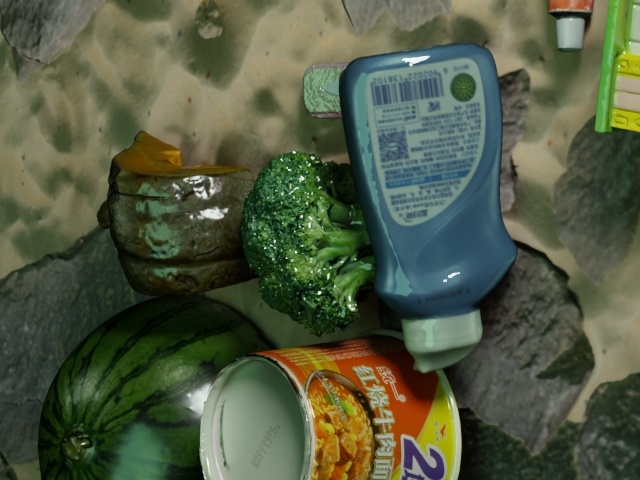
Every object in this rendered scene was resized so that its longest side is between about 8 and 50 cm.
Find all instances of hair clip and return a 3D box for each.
[{"bbox_3d":[0.038,-0.144,1.812,0.137,0.022,0.054,0,96,41],"label":"hair clip"}]

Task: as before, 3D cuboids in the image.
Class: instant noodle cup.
[{"bbox_3d":[-0.001,0.186,1.778,0.213,0.174,0.213,-4,85,48],"label":"instant noodle cup"}]

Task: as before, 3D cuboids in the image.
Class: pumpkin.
[{"bbox_3d":[-0.167,-0.027,1.914,0.248,0.126,0.131,14,119,57],"label":"pumpkin"}]

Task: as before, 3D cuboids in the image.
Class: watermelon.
[{"bbox_3d":[-0.178,0.233,1.964,0.331,0.189,0.331,14,110,43],"label":"watermelon"}]

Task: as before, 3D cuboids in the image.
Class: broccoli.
[{"bbox_3d":[0.000,0.000,1.783,0.156,0.195,0.195,-8,92,22],"label":"broccoli"}]

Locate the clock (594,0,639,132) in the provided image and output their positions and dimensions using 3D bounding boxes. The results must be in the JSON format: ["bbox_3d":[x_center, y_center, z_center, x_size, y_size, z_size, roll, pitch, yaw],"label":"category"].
[{"bbox_3d":[0.357,-0.176,1.474,0.255,0.106,0.220,14,106,38],"label":"clock"}]

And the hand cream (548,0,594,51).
[{"bbox_3d":[0.218,-0.271,1.632,0.052,0.038,0.216,0,94,13],"label":"hand cream"}]

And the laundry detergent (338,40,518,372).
[{"bbox_3d":[0.101,-0.029,1.707,0.094,0.143,0.290,-160,63,-76],"label":"laundry detergent"}]
